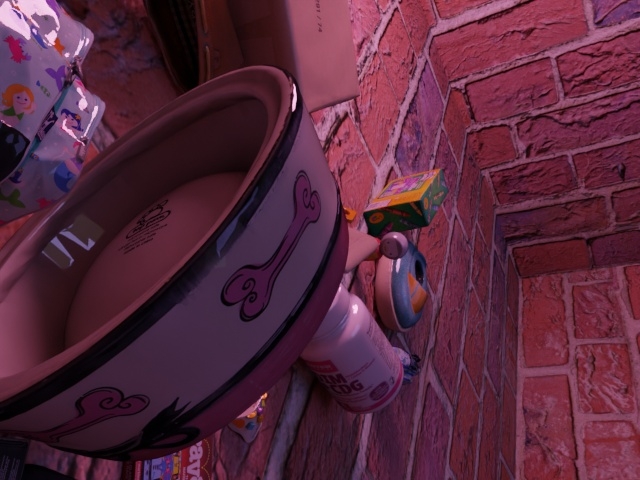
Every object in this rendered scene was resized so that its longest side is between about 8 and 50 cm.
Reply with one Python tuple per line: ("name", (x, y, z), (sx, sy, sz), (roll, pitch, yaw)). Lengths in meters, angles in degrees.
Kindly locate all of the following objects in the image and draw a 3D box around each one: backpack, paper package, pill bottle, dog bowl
("backpack", (-0.319, -0.133, 0.493), (0.191, 0.225, 0.253), (46, 33, -49))
("paper package", (-0.063, -0.412, 1.047), (0.309, 0.168, 0.324), (-39, 124, -58))
("pill bottle", (0.040, 0.201, 1.072), (0.283, 0.160, 0.160), (57, 36, -33))
("backpack", (0.173, 0.306, 1.328), (0.114, 0.105, 0.084), (40, 46, -42))
("dog bowl", (-0.153, 0.019, 0.528), (0.150, 0.408, 0.408), (51, 39, -32))

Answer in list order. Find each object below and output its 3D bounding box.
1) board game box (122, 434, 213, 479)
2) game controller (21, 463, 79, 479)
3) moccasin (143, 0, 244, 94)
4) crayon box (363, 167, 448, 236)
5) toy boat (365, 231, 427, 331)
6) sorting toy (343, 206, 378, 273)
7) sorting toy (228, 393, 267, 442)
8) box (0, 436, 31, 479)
("board game box", (-0.203, 0.308, 0.741), (0.145, 0.027, 0.281), (27, 57, -56))
("game controller", (-0.306, 0.387, 0.513), (0.166, 0.067, 0.319), (39, 46, -30))
("moccasin", (-0.237, -0.397, 0.812), (0.147, 0.139, 0.380), (-54, 145, -40))
("crayon box", (0.249, -0.112, 1.548), (0.278, 0.165, 0.081), (-46, 120, -56))
("toy boat", (0.202, 0.086, 1.413), (0.318, 0.148, 0.267), (46, 43, -45))
("sorting toy", (0.000, 0.000, 1.096), (0.348, 0.196, 0.047), (-31, 145, -59))
("sorting toy", (-0.113, 0.292, 0.903), (0.083, 0.045, 0.075), (-56, 147, -52))
("box", (-0.324, 0.245, 0.424), (0.077, 0.147, 0.180), (36, 50, -51))
